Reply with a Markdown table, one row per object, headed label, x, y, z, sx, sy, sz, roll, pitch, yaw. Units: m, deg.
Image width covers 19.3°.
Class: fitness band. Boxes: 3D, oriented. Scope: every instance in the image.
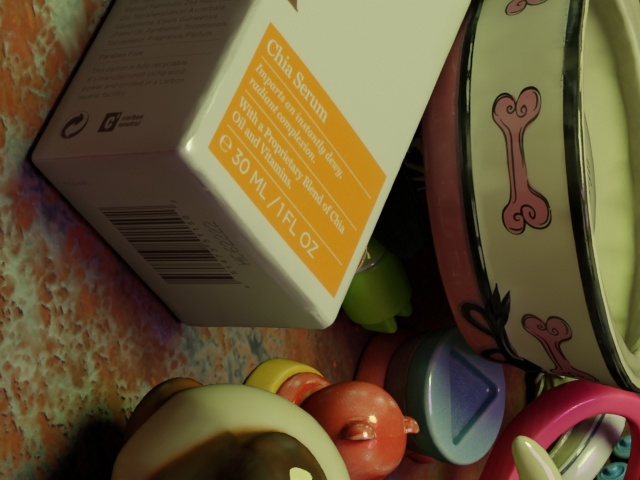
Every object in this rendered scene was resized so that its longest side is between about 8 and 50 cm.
| label | x | y | z | sx | sy | sz | roll | pitch | yaw |
| --- | --- | --- | --- | --- | --- | --- | --- | --- | --- |
| fitness band | 0.241 | 0.276 | 1.865 | 0.209 | 0.054 | 0.290 | 12 | 105 | -33 |

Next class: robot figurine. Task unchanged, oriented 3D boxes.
| label | x | y | z | sx | sy | sz | roll | pitch | yaw |
| --- | --- | --- | --- | --- | --- | --- | --- | --- | --- |
| robot figurine | 0.041 | 0.030 | 1.701 | 0.101 | 0.067 | 0.115 | -46 | 125 | -28 |

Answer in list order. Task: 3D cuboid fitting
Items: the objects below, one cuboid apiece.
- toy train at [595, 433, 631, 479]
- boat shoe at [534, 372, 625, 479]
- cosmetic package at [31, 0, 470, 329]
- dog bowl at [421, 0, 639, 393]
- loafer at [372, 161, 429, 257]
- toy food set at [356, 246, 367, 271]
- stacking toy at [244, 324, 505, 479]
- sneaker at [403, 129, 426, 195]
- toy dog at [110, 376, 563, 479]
| label | x | y | z | sx | sy | sz | roll | pitch | yaw |
| --- | --- | --- | --- | --- | --- | --- | --- | --- | --- |
| toy train | 0.360 | 0.282 | 2.084 | 0.184 | 0.105 | 0.080 | -46 | 125 | -42 |
| boat shoe | 0.272 | 0.144 | 1.994 | 0.094 | 0.109 | 0.302 | 38 | 53 | -16 |
| cosmetic package | -0.026 | -0.174 | 1.541 | 0.230 | 0.162 | 0.453 | 50 | 51 | -40 |
| dog bowl | 0.211 | -0.061 | 1.715 | 0.408 | 0.150 | 0.407 | -4 | 90 | -71 |
| loafer | 0.054 | -0.061 | 1.680 | 0.061 | 0.062 | 0.170 | 3 | 57 | -61 |
| toy food set | 0.000 | 0.000 | 1.647 | 0.020 | 0.083 | 0.082 | 83 | 12 | -81 |
| stacking toy | 0.077 | 0.221 | 1.695 | 0.309 | 0.130 | 0.279 | -19 | 104 | -51 |
| sneaker | 0.127 | -0.078 | 1.835 | 0.170 | 0.068 | 0.071 | 28 | 53 | -59 |
| toy dog | 0.004 | 0.276 | 1.440 | 0.395 | 0.284 | 0.408 | -48 | 122 | 0 |
